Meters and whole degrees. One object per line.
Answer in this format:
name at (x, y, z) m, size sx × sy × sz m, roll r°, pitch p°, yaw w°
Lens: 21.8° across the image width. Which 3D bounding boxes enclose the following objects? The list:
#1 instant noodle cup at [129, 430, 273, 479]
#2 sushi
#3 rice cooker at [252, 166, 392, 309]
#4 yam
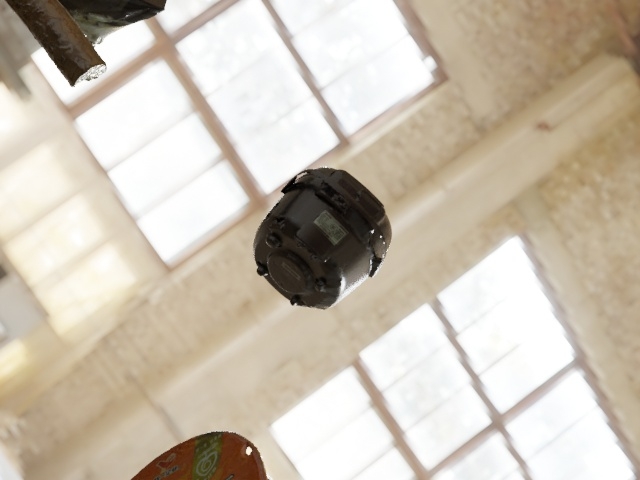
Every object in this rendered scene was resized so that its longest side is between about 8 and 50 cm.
instant noodle cup at (-0.063, 0.281, 1.190) m, size 0.182 × 0.230 × 0.230 m, roll 42°, pitch -5°, yaw -27°
sushi at (-0.253, -0.323, 2.008) m, size 0.134 × 0.109 × 0.273 m, roll 22°, pitch 35°, yaw -12°
rice cooker at (0.001, -0.001, 1.851) m, size 0.142 × 0.118 × 0.203 m, roll 42°, pitch -26°, yaw 5°
yam at (-0.200, -0.165, 1.152) m, size 0.145 × 0.032 × 0.032 m, roll 50°, pitch -12°, yaw 15°
